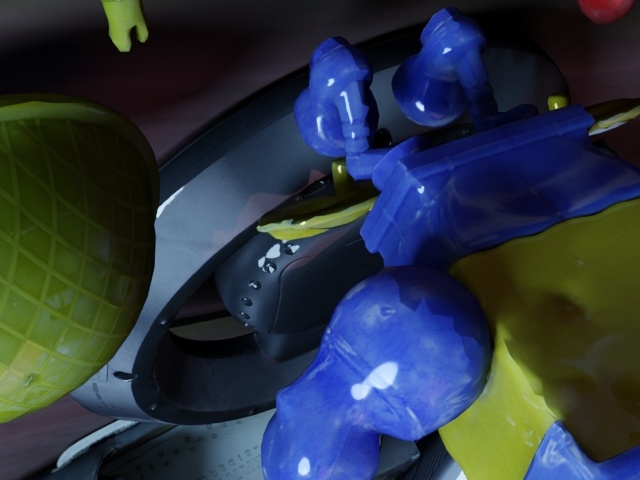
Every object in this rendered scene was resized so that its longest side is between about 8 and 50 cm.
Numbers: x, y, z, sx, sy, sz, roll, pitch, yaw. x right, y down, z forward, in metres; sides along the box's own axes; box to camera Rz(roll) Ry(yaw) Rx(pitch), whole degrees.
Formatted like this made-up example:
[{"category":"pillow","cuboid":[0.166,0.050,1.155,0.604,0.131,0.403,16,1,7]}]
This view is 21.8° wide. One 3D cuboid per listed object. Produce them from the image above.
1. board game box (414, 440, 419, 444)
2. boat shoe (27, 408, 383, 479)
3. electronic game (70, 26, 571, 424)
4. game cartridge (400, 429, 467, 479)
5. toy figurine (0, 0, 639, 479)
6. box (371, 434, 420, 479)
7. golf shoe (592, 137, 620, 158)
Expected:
[{"category":"board game box","cuboid":[0.034,0.195,1.263,0.194,0.060,0.194,-25,163,-11]},{"category":"boat shoe","cuboid":[-0.095,0.142,0.832,0.302,0.114,0.091,-34,168,-27]},{"category":"electronic game","cuboid":[0.000,0.000,0.656,0.229,0.048,0.229,-27,155,-14]},{"category":"game cartridge","cuboid":[0.078,0.143,0.958,0.196,0.060,0.294,-51,178,13]},{"category":"toy figurine","cuboid":[0.055,0.011,0.433,0.363,0.217,0.191,-18,149,-30]},{"category":"box","cuboid":[-0.114,0.195,0.996,0.307,0.076,0.242,-22,162,-22]},{"category":"golf shoe","cuboid":[0.093,0.034,0.834,0.077,0.094,0.198,-19,162,-34]}]
